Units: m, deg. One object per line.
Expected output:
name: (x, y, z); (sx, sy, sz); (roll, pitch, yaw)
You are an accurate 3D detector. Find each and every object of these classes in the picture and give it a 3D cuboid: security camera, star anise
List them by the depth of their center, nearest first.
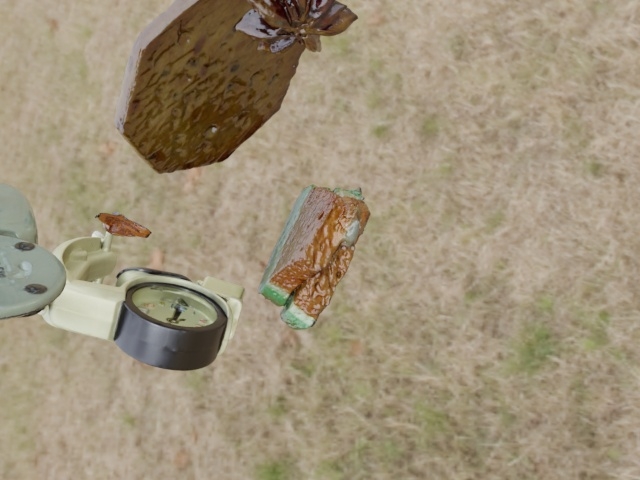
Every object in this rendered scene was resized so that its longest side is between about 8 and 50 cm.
security camera: (-0.365, 0.022, 0.909); (0.301, 0.157, 0.080); (45, 129, 53)
star anise: (-0.029, -0.287, 1.108); (0.168, 0.168, 0.057); (-46, 46, 37)

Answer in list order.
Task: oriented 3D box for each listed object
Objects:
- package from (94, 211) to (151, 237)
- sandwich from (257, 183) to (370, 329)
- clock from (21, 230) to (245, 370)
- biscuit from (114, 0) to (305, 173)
package: (-0.291, -0.022, 1.245); (0.033, 0.077, 0.111); (-53, 19, -13)
sandwich: (-0.007, 0.010, 1.491); (0.292, 0.109, 0.212); (-63, 12, -6)
clock: (-0.320, 0.089, 1.368); (0.276, 0.379, 0.120); (-70, 0, -72)
biscuit: (-0.160, -0.250, 1.309); (0.046, 0.359, 0.359); (45, 119, 25)
